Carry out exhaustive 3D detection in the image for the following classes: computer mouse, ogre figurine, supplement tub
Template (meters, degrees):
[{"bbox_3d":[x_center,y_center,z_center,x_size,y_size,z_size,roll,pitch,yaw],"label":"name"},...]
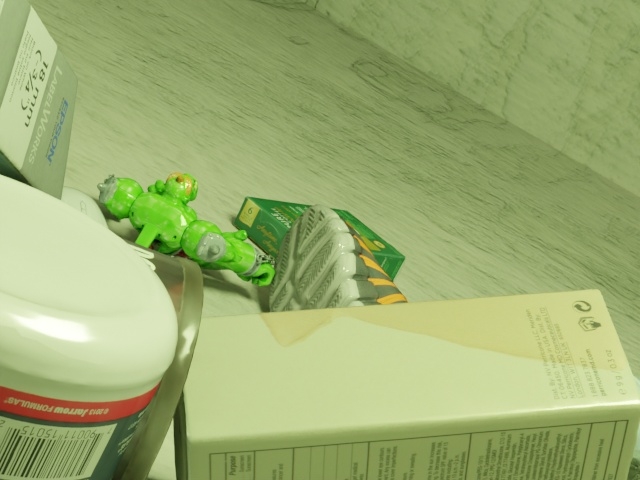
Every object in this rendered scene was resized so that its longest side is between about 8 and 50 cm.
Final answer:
[{"bbox_3d":[-0.230,-0.010,1.574,0.106,0.042,0.193,17,20,-29],"label":"computer mouse"},{"bbox_3d":[-0.143,-0.014,1.647,0.197,0.097,0.118,48,3,13],"label":"ogre figurine"},{"bbox_3d":[-0.208,0.112,0.856,0.191,0.272,0.191,25,17,-8],"label":"supplement tub"}]

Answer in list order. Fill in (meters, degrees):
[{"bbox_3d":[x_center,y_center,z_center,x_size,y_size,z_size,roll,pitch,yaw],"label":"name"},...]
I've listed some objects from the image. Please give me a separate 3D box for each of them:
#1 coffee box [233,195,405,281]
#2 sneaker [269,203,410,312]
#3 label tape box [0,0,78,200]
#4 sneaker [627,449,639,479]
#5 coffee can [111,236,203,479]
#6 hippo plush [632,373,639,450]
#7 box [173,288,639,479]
[{"bbox_3d":[0.000,0.000,1.899,0.113,0.040,0.184,39,20,34],"label":"coffee box"},{"bbox_3d":[0.067,0.099,1.621,0.180,0.124,0.321,22,28,-32],"label":"sneaker"},{"bbox_3d":[-0.306,-0.109,1.159,0.241,0.105,0.333,11,-14,8],"label":"label tape box"},{"bbox_3d":[0.291,0.234,1.325,0.104,0.125,0.262,52,-8,45],"label":"sneaker"},{"bbox_3d":[-0.242,0.060,1.084,0.275,0.201,0.201,22,18,-17],"label":"coffee can"},{"bbox_3d":[0.326,0.171,1.569,0.237,0.234,0.294,32,18,12],"label":"hippo plush"},{"bbox_3d":[0.053,0.132,1.174,0.311,0.148,0.121,-3,42,-8],"label":"box"}]
